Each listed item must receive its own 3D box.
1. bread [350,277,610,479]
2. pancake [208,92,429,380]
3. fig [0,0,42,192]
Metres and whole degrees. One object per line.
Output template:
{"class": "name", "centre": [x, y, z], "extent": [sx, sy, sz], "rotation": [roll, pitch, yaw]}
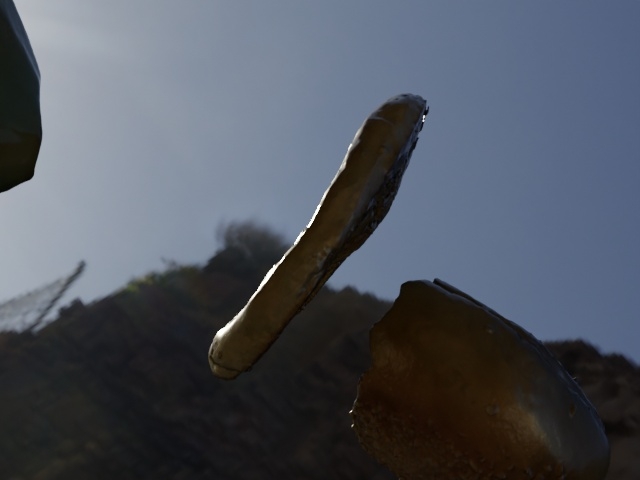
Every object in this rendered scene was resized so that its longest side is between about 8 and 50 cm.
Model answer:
{"class": "bread", "centre": [0.161, 0.187, 1.116], "extent": [0.192, 0.171, 0.314], "rotation": [27, -21, 34]}
{"class": "pancake", "centre": [0.002, 0.001, 1.159], "extent": [0.065, 0.356, 0.356], "rotation": [39, -32, 4]}
{"class": "fig", "centre": [-0.284, -0.098, 0.677], "extent": [0.271, 0.239, 0.239], "rotation": [27, -27, -15]}
